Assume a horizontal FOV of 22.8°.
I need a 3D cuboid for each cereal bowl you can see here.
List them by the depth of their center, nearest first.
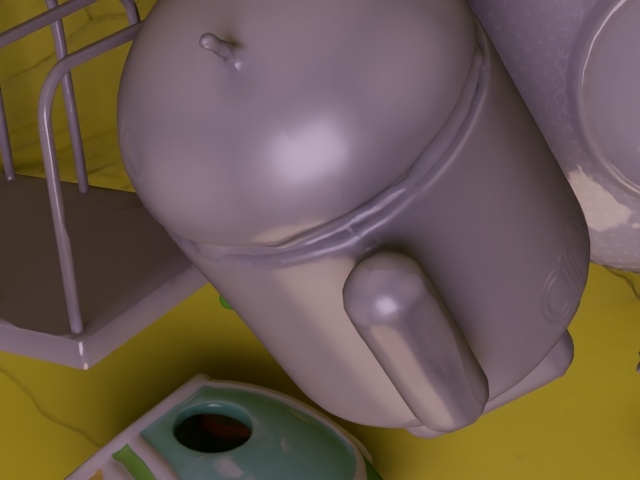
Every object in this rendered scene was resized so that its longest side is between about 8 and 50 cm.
[{"bbox_3d":[0.232,-0.121,0.990,0.339,0.141,0.339,2,115,3],"label":"cereal bowl"}]

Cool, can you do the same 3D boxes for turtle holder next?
[{"bbox_3d":[-0.092,0.241,1.109,0.320,0.243,0.227,-37,88,-19],"label":"turtle holder"}]

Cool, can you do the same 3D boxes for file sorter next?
[{"bbox_3d":[-0.204,-0.060,0.964,0.278,0.193,0.173,10,118,28],"label":"file sorter"}]

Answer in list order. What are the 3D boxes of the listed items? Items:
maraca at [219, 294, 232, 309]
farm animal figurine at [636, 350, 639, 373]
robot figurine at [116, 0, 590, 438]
[{"bbox_3d":[0.000,0.000,1.088,0.186,0.099,0.127,-18,101,26],"label":"maraca"},{"bbox_3d":[0.388,0.135,1.032,0.330,0.172,0.326,-17,133,4],"label":"farm animal figurine"},{"bbox_3d":[0.022,-0.034,0.876,0.200,0.300,0.353,-30,133,8],"label":"robot figurine"}]
